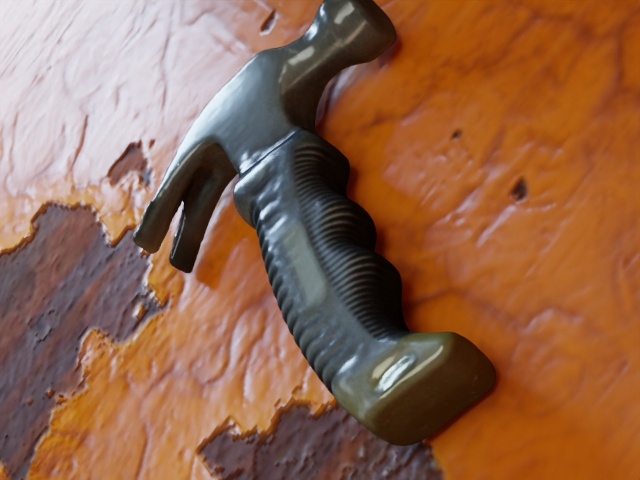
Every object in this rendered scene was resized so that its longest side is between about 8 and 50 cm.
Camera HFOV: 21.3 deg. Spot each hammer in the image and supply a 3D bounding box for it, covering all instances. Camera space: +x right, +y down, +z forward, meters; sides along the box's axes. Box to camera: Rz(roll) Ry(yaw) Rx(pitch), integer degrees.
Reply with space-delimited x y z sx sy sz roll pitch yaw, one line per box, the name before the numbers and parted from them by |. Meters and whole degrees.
hammer | 0.000 0.000 0.756 0.159 0.041 0.226 -44 44 16
